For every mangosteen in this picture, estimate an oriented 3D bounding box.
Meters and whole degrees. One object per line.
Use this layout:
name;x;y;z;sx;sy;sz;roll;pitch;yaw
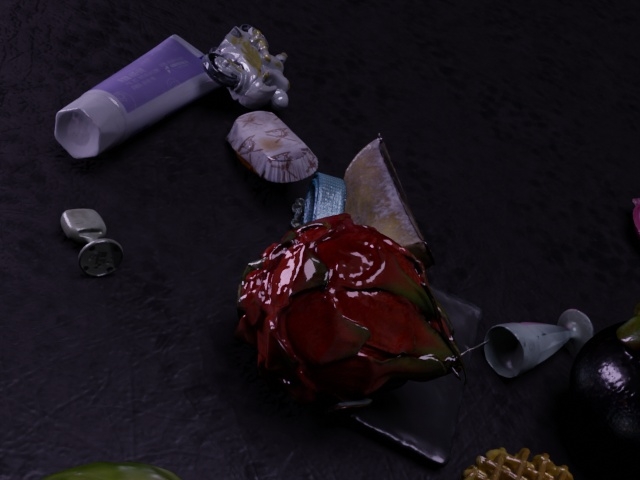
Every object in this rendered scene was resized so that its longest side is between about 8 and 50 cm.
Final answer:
mangosteen;0.423;0.184;1.131;0.243;0.243;0.243;15;43;-14

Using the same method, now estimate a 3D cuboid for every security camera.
security camera;-0.281;-0.004;1.102;0.058;0.058;0.092;-4;38;-30

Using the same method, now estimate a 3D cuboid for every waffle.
waffle;0.241;0.319;1.045;0.191;0.038;0.191;14;44;-14

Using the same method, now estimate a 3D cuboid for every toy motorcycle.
toy motorcycle;-0.104;-0.268;1.427;0.151;0.074;0.229;41;28;-8

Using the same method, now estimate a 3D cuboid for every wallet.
wallet;0.122;0.153;1.159;0.146;0.030;0.285;24;40;1

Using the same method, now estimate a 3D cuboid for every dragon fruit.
dragon fruit;0.046;0.085;1.041;0.293;0.234;0.234;16;42;1

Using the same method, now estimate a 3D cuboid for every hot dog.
hot dog;-0.069;-0.132;1.304;0.099;0.053;0.192;-22;39;-21

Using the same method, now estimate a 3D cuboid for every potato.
potato;0.087;-0.024;1.293;0.100;0.120;0.261;-22;40;5

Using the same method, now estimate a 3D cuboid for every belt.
belt;-0.005;-0.001;1.229;0.065;0.100;0.179;16;58;-14

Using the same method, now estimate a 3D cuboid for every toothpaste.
toothpaste;-0.246;-0.220;1.317;0.125;0.080;0.371;34;36;2

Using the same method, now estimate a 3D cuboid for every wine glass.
wine glass;0.300;0.137;1.240;0.155;0.073;0.073;-10;53;-38

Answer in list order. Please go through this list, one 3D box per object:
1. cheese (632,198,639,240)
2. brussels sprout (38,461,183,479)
cheese;0.613;0.015;1.529;0.155;0.062;0.244;-2;50;-32
brussels sprout;-0.162;0.296;0.730;0.244;0.244;0.244;15;43;-14
